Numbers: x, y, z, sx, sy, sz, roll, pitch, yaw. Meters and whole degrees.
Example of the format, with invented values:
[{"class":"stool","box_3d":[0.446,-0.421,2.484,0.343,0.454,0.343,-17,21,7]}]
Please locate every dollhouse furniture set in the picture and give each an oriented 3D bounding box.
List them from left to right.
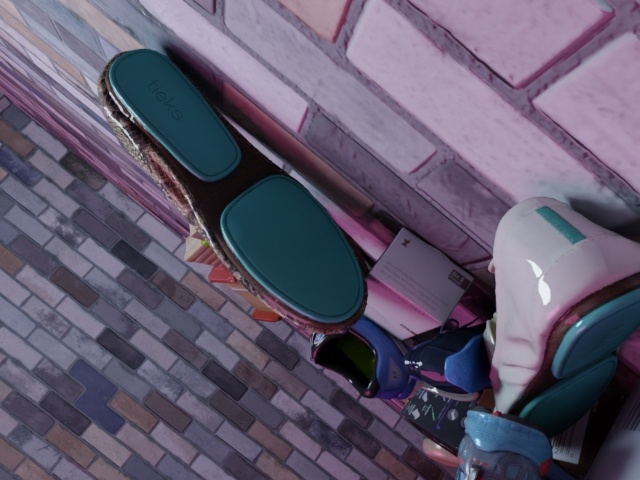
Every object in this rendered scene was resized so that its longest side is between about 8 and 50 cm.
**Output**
[{"class":"dollhouse furniture set","box_3d":[-0.071,0.096,1.188,0.374,0.152,0.201,-1,141,41]}]

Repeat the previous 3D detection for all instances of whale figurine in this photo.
[{"class":"whale figurine","box_3d":[0.486,0.689,1.640,0.272,0.141,0.216,0,146,28]}]

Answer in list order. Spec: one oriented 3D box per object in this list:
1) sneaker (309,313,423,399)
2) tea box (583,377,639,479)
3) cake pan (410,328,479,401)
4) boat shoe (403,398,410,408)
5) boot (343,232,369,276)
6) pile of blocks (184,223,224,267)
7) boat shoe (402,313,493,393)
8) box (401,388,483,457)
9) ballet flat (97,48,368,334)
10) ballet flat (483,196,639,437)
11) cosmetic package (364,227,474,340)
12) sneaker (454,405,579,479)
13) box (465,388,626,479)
[{"class":"sneaker","box_3d":[0.038,0.145,0.865,0.147,0.129,0.330,5,-149,-43]},{"class":"tea box","box_3d":[0.416,0.264,0.323,0.324,0.220,0.329,37,165,9]},{"class":"cake pan","box_3d":[0.191,0.232,0.999,0.293,0.054,0.293,27,157,12]},{"class":"boat shoe","box_3d":[0.311,0.505,1.467,0.123,0.116,0.324,30,163,28]},{"class":"boot","box_3d":[0.000,0.000,0.846,0.219,0.082,0.106,44,-176,-28]},{"class":"pile of blocks","box_3d":[-0.219,-0.072,1.060,0.149,0.112,0.362,-1,151,-17]},{"class":"boat shoe","box_3d":[0.186,0.145,0.647,0.089,0.108,0.258,-1,164,31]},{"class":"box","box_3d":[0.349,0.429,1.109,0.165,0.143,0.270,46,163,-30]},{"class":"ballet flat","box_3d":[-0.128,-0.056,0.693,0.483,0.164,0.182,47,153,5]},{"class":"ballet flat","box_3d":[0.228,0.096,0.497,0.139,0.139,0.400,29,159,32]},{"class":"cosmetic package","box_3d":[0.121,0.075,0.720,0.117,0.085,0.231,36,166,8]},{"class":"sneaker","box_3d":[0.209,0.288,0.528,0.104,0.125,0.262,-1,139,49]},{"class":"box","box_3d":[0.384,0.384,0.720,0.191,0.143,0.381,-8,126,48]}]
